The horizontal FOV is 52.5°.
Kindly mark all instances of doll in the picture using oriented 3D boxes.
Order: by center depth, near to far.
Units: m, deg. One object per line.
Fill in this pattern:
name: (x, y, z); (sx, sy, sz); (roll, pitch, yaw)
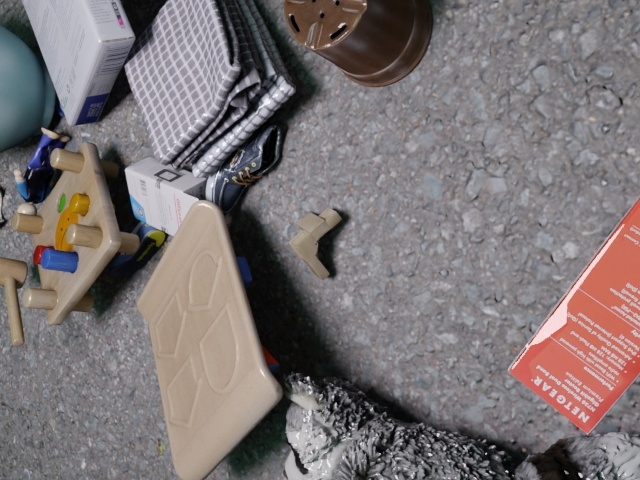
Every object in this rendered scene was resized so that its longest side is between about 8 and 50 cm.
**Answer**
doll: (-0.571, -0.131, 1.309); (0.046, 0.129, 0.189); (22, 93, 8)

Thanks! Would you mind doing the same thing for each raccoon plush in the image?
raccoon plush: (0.157, 0.263, 0.884); (0.446, 0.216, 0.299); (-23, 62, 0)

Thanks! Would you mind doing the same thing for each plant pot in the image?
plant pot: (0.045, -0.309, 0.889); (0.167, 0.165, 0.167); (1, 92, 32)
plant pot: (-0.656, -0.301, 1.291); (0.293, 0.196, 0.293); (5, 96, 44)

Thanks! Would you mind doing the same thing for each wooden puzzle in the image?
wooden puzzle: (-0.178, 0.162, 1.041); (0.322, 0.080, 0.348); (-52, 50, 37)

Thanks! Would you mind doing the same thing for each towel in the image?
towel: (-0.194, -0.272, 1.034); (0.235, 0.121, 0.284); (-38, 57, 26)

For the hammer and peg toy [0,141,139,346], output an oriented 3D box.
hammer and peg toy: (-0.489, 0.025, 1.225); (0.361, 0.127, 0.266); (-46, 53, 28)

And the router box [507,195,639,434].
router box: (0.339, 0.004, 0.619); (0.082, 0.335, 0.301); (39, 111, 23)

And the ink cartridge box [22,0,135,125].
ink cartridge box: (-0.444, -0.415, 1.136); (0.324, 0.071, 0.330); (-27, 83, 58)

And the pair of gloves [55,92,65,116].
pair of gloves: (-0.504, -0.349, 1.313); (0.198, 0.023, 0.159); (-26, 78, 29)

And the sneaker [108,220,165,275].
sneaker: (-0.349, 0.011, 1.216); (0.144, 0.053, 0.059); (-42, 65, 21)

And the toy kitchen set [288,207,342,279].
toy kitchen set: (0.000, 0.000, 1.014); (0.083, 0.075, 0.068); (-42, 25, -7)

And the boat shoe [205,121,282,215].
boat shoe: (-0.126, -0.115, 1.060); (0.083, 0.065, 0.183); (26, 103, 33)

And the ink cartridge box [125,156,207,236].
ink cartridge box: (-0.249, -0.066, 1.123); (0.180, 0.060, 0.104); (22, 130, 29)

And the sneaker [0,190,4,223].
sneaker: (-0.752, -0.114, 1.457); (0.086, 0.064, 0.192); (-10, 87, 25)
